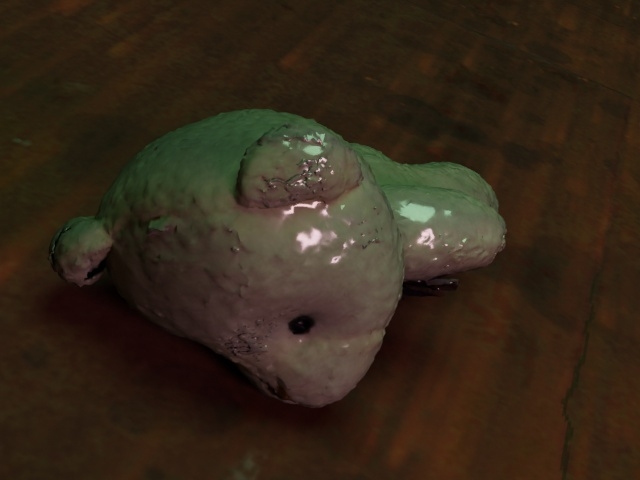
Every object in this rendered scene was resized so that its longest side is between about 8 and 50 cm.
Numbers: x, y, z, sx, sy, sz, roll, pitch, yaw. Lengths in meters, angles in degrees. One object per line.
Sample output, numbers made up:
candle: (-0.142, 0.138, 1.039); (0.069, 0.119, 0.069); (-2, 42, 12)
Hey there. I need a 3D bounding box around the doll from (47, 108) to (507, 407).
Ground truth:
doll: (0.004, 0.001, 0.635); (0.278, 0.175, 0.149); (-17, 85, -59)
